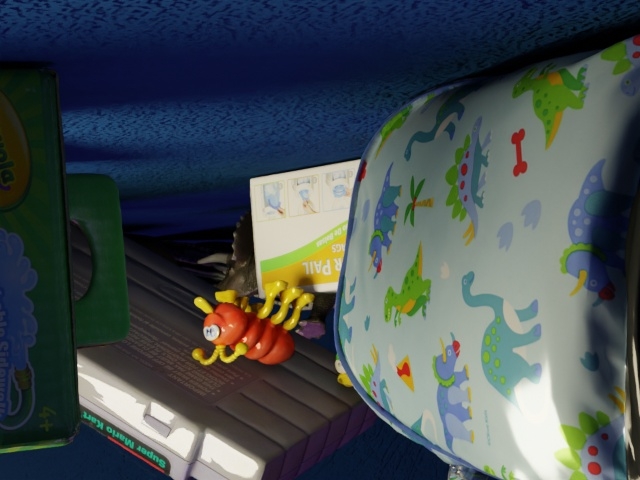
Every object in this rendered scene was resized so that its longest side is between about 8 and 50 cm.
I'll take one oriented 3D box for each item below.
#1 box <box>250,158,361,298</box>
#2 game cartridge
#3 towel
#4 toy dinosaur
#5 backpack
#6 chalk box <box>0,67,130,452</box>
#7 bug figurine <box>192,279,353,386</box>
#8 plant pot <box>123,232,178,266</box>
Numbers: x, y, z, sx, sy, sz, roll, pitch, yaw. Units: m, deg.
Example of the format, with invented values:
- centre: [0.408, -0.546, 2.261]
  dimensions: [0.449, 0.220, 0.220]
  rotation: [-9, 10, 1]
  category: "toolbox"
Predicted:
- centre: [0.054, -0.012, 1.307]
  dimensions: [0.203, 0.103, 0.114]
  rotation: [-8, 175, 41]
  category: "box"
- centre: [-0.146, 0.090, 1.338]
  dimensions: [0.355, 0.068, 0.230]
  rotation: [28, -152, 20]
  category: "game cartridge"
- centre: [-0.033, 0.031, 2.054]
  dimensions: [0.312, 0.056, 0.324]
  rotation: [13, -171, 36]
  category: "towel"
- centre: [0.028, 0.007, 1.633]
  dimensions: [0.313, 0.160, 0.121]
  rotation: [-16, 133, -2]
  category: "toy dinosaur"
- centre: [0.155, 0.021, 0.853]
  dimensions: [0.273, 0.290, 0.355]
  rotation: [4, -177, -5]
  category: "backpack"
- centre: [-0.222, 0.017, 0.764]
  dimensions: [0.289, 0.180, 0.179]
  rotation: [-5, 177, -28]
  category: "chalk box"
- centre: [0.040, 0.074, 1.244]
  dimensions: [0.216, 0.072, 0.279]
  rotation: [22, 157, -34]
  category: "bug figurine"
- centre: [-0.271, 0.076, 1.773]
  dimensions: [0.230, 0.215, 0.215]
  rotation: [-20, -172, -40]
  category: "plant pot"
